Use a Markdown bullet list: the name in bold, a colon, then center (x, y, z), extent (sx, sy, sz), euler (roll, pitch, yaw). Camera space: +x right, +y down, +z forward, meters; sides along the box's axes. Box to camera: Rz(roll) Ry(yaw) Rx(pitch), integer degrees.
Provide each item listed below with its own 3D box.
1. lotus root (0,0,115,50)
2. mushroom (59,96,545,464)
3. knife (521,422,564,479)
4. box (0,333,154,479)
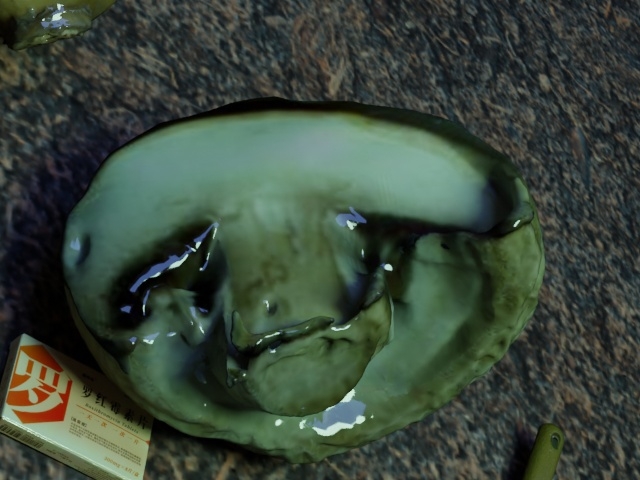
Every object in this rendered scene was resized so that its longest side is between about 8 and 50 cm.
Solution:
- **lotus root**: center (-0.183, -0.254, 1.024), extent (0.146, 0.131, 0.303), euler (16, 51, -40)
- **mushroom**: center (-0.015, 0.030, 0.959), extent (0.267, 0.164, 0.189), euler (-23, 49, -18)
- **knife**: center (0.115, 0.208, 1.060), extent (0.046, 0.022, 0.256), euler (48, 42, -18)
- **box**: center (-0.135, 0.096, 0.896), extent (0.093, 0.015, 0.058), euler (32, 44, -26)
